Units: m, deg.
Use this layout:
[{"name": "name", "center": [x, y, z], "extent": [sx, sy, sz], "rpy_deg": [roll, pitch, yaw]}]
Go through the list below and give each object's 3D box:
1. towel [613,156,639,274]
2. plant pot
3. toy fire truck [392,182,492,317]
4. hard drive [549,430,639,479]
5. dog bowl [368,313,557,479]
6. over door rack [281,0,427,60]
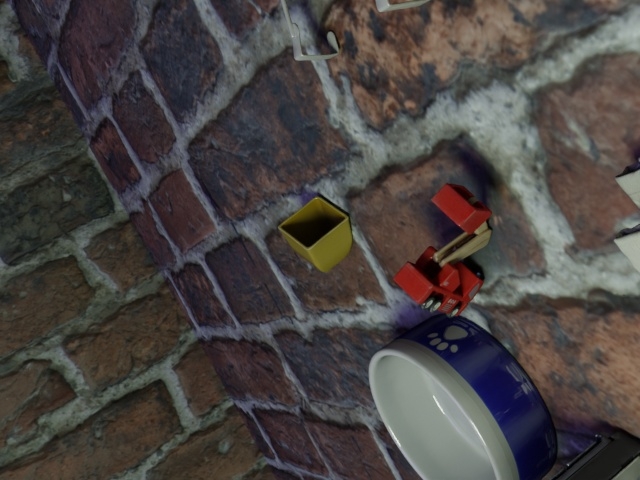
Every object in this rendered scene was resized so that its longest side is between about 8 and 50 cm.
[{"name": "towel", "center": [0.362, 0.054, 0.573], "extent": [0.324, 0.056, 0.312], "rpy_deg": [58, 164, 0]}, {"name": "plant pot", "center": [0.000, 0.000, 1.266], "extent": [0.081, 0.081, 0.083], "rpy_deg": [37, 158, 43]}, {"name": "toy fire truck", "center": [0.152, 0.017, 0.948], "extent": [0.047, 0.135, 0.192], "rpy_deg": [46, -168, 29]}, {"name": "hard drive", "center": [0.292, 0.408, 0.950], "extent": [0.064, 0.236, 0.339], "rpy_deg": [25, 138, 52]}, {"name": "dog bowl", "center": [0.186, 0.236, 1.130], "extent": [0.265, 0.104, 0.265], "rpy_deg": [44, 152, 31]}, {"name": "over door rack", "center": [-0.040, -0.355, 0.889], "extent": [0.324, 0.108, 0.239], "rpy_deg": [64, 157, -10]}]
